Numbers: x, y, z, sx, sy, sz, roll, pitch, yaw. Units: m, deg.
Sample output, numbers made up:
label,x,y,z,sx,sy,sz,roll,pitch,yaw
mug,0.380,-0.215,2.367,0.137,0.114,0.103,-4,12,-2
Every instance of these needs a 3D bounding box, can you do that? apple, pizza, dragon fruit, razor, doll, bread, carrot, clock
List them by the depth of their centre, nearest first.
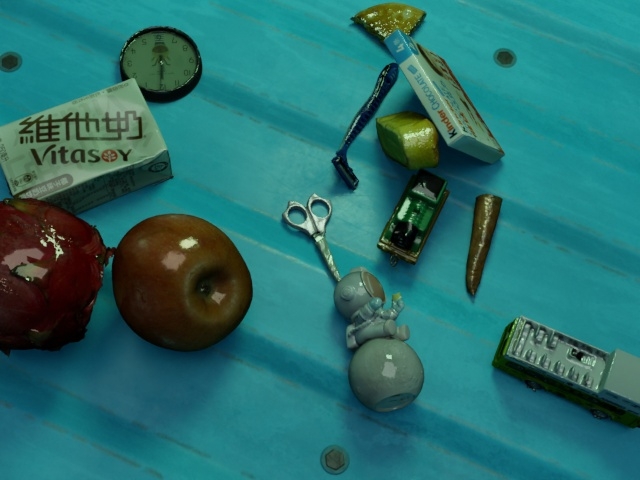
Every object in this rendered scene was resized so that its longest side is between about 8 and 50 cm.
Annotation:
label,x,y,z,sx,sy,sz,roll,pitch,yaw
dragon fruit,-0.538,0.063,1.663,0.301,0.295,0.296,13,67,0
apple,-0.253,0.079,1.679,0.206,0.272,0.251,1,36,39
doll,0.100,0.183,1.741,0.151,0.151,0.287,-13,62,-9
bread,0.184,-0.206,1.861,0.094,0.245,0.102,-14,106,-6
carrot,0.329,0.012,1.875,0.057,0.057,0.224,15,73,2
razor,0.095,-0.266,1.971,0.056,0.093,0.324,4,57,36
clock,-0.353,-0.393,1.995,0.184,0.040,0.185,1,67,-3
pizza,0.166,-0.490,2.073,0.178,0.041,0.131,-16,67,-10

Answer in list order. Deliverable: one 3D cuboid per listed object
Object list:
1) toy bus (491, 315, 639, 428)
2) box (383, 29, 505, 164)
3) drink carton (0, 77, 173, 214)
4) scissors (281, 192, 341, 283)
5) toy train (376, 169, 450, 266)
label,x,y,z,sx,sy,sz,roll,pitch,yaw
toy bus,0.492,0.249,1.731,0.301,0.139,0.113,23,65,7
box,0.264,-0.296,1.894,0.048,0.265,0.273,-36,71,23
drink carton,-0.490,-0.176,1.848,0.324,0.132,0.194,-23,72,-14
scissors,0.000,0.000,1.866,0.110,0.021,0.212,-18,70,-15
toy train,0.193,-0.053,1.840,0.091,0.136,0.228,26,66,7
